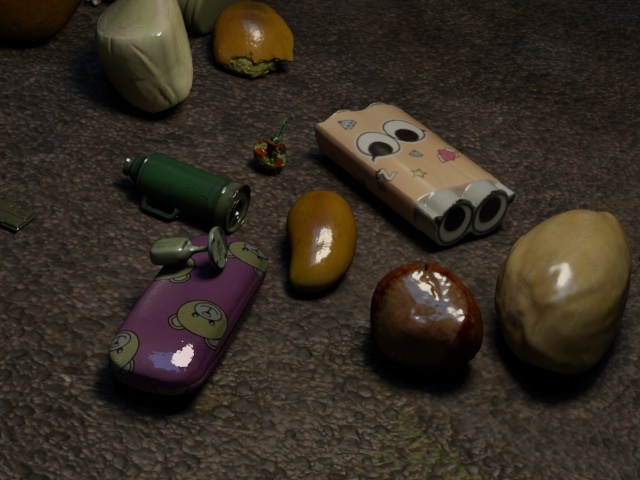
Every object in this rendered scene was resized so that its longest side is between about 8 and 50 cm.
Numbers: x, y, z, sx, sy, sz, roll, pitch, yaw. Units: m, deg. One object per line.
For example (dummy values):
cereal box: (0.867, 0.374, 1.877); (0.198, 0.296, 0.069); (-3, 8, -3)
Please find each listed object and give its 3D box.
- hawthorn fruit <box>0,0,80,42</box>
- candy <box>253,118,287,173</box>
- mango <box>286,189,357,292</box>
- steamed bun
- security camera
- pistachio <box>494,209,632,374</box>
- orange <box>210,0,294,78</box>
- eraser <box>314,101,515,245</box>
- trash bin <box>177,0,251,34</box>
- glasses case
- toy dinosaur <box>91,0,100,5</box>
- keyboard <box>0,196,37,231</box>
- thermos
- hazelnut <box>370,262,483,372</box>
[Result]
hawthorn fruit: (-0.515, -0.494, 2.178); (0.268, 0.301, 0.268); (7, 41, -7)
candy: (-0.069, -0.158, 2.051); (0.055, 0.049, 0.184); (40, 24, -11)
mango: (0.000, 0.000, 1.795); (0.102, 0.085, 0.184); (9, 39, -1)
steamed bun: (-0.293, -0.309, 2.103); (0.153, 0.170, 0.238); (-13, 32, 6)
security camera: (-0.169, 0.014, 1.635); (0.092, 0.058, 0.058); (-5, 30, 18)
pistachio: (0.326, 0.066, 1.724); (0.181, 0.162, 0.293); (41, 37, -3)
orange: (-0.123, -0.361, 2.272); (0.170, 0.112, 0.160); (15, 33, 27)
eraser: (0.140, -0.107, 1.984); (0.171, 0.087, 0.290); (-17, 42, -33)
trash bin: (-0.267, -0.502, 2.403); (0.247, 0.121, 0.243); (26, 37, 15)
glasses case: (-0.160, 0.086, 1.628); (0.123, 0.076, 0.316); (14, 34, 11)
toy dinosaur: (-0.461, -0.528, 2.461); (0.167, 0.053, 0.242); (23, 34, -2)
keyboard: (-0.460, -0.047, 1.797); (0.129, 0.015, 0.049); (22, 41, 15)
thermos: (-0.199, -0.072, 1.864); (0.188, 0.083, 0.073); (22, 14, 18)
hazelnut: (0.135, 0.102, 1.653); (0.154, 0.143, 0.143); (29, 37, 13)
